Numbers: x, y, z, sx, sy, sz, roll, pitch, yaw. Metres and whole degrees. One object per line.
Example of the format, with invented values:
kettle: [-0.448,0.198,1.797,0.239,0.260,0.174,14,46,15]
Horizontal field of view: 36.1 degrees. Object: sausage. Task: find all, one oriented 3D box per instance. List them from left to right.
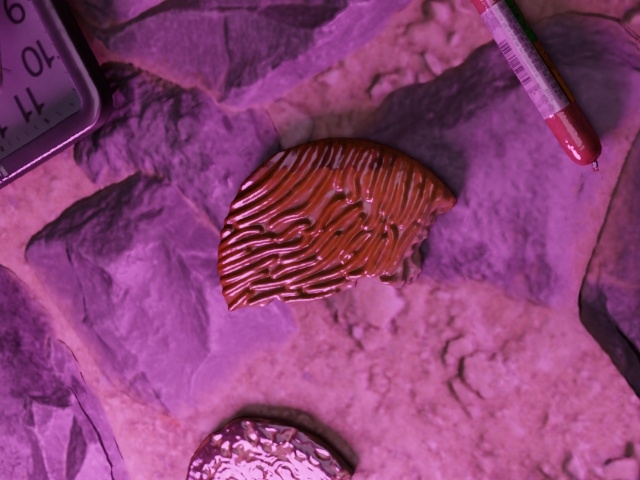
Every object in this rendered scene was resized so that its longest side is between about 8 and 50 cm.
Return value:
sausage: [0.165,-0.150,0.789,0.029,0.029,0.223,-31,92,23]

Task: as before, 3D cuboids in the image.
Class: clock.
clock: [-0.356,-0.183,0.947,0.273,0.049,0.279,-26,93,23]

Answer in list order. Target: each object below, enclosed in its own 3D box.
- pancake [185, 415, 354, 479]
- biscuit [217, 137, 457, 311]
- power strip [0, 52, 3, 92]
pancake: [-0.050,0.258,0.969,0.190,0.020,0.184,-13,98,22]
biscuit: [0.000,0.000,0.882,0.176,0.031,0.228,41,112,7]
power strip: [-0.337,-0.311,0.839,0.062,0.091,0.385,1,101,21]
